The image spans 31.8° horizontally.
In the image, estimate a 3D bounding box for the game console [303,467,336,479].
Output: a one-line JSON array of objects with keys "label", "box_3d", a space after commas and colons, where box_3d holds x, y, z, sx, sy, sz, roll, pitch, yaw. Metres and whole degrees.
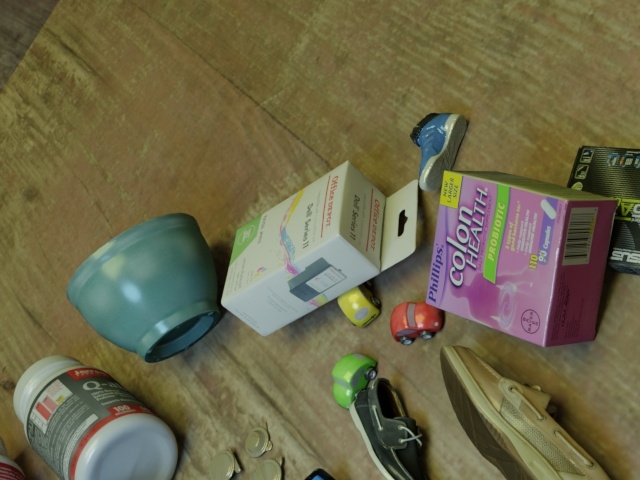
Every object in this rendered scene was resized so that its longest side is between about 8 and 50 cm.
[{"label": "game console", "box_3d": [-0.002, 0.450, 1.813, 0.122, 0.071, 0.107, -46, 43, 17]}]

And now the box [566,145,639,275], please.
[{"label": "box", "box_3d": [0.443, -0.045, 1.661, 0.191, 0.045, 0.184, 11, 75, 48]}]

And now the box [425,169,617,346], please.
[{"label": "box", "box_3d": [0.292, 0.019, 1.668, 0.243, 0.117, 0.213, 20, 107, 49]}]

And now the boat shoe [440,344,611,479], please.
[{"label": "boat shoe", "box_3d": [0.286, 0.266, 1.613, 0.110, 0.121, 0.341, -23, 46, -13]}]

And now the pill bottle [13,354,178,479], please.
[{"label": "pill bottle", "box_3d": [-0.452, 0.369, 2.199, 0.363, 0.210, 0.210, 27, 89, 48]}]

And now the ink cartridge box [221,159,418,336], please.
[{"label": "ink cartridge box", "box_3d": [0.000, 0.000, 1.983, 0.353, 0.119, 0.207, -31, 32, 30]}]

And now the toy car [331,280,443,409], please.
[{"label": "toy car", "box_3d": [0.076, 0.176, 1.897, 0.239, 0.053, 0.225, 20, 83, 48]}]

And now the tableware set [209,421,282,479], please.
[{"label": "tableware set", "box_3d": [-0.132, 0.413, 2.002, 0.169, 0.020, 0.141, -39, 48, 21]}]

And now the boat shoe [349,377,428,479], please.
[{"label": "boat shoe", "box_3d": [0.120, 0.313, 1.758, 0.079, 0.084, 0.233, -47, 40, 16]}]

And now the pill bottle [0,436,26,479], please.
[{"label": "pill bottle", "box_3d": [-0.704, 0.589, 2.316, 0.229, 0.229, 0.407, -47, 43, 16]}]

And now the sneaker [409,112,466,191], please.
[{"label": "sneaker", "box_3d": [0.189, -0.157, 1.960, 0.085, 0.058, 0.152, 13, 74, 42]}]

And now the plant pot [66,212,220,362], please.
[{"label": "plant pot", "box_3d": [-0.316, 0.113, 2.182, 0.293, 0.293, 0.196, -42, 71, 21]}]
